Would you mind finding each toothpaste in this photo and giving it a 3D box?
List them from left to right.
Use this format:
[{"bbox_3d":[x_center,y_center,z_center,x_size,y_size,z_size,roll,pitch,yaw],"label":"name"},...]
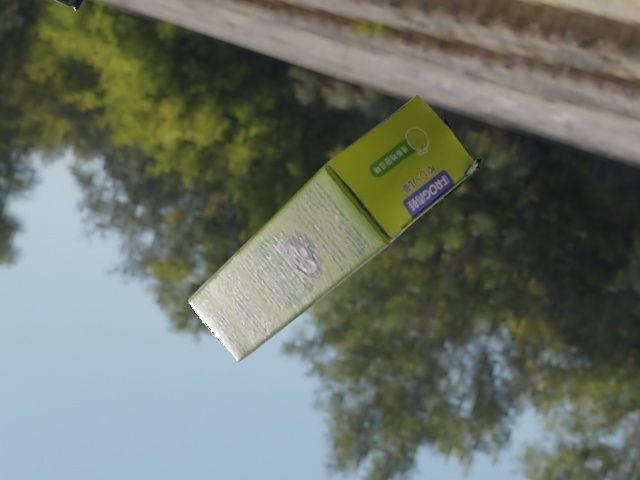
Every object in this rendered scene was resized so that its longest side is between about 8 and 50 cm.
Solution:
[{"bbox_3d":[0.000,0.000,1.222,0.077,0.110,0.327,52,149,2],"label":"toothpaste"}]

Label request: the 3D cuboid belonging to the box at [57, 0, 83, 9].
[{"bbox_3d":[-0.254,-0.367,1.503,0.159,0.240,0.071,20,-151,-40],"label":"box"}]
